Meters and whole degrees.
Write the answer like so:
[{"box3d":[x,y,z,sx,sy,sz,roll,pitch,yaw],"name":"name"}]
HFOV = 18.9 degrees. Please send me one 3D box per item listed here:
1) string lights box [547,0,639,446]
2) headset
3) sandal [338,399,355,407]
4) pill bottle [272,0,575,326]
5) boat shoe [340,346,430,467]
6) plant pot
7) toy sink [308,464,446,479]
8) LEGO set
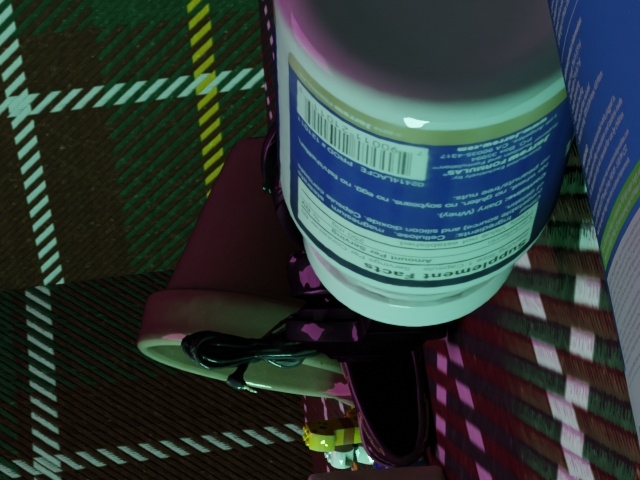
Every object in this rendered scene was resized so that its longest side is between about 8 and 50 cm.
[{"box3d":[0.118,-0.073,0.582,0.133,0.076,0.260,97,165,-71],"name":"string lights box"},{"box3d":[0.000,0.000,1.571,0.394,0.185,0.243,111,154,-57],"name":"headset"},{"box3d":[0.045,0.138,2.084,0.180,0.072,0.049,-97,22,-68],"name":"sandal"},{"box3d":[0.052,-0.065,0.971,0.265,0.153,0.153,92,170,-64],"name":"pill bottle"},{"box3d":[0.054,0.094,1.756,0.068,0.081,0.228,139,117,-82],"name":"boat shoe"},{"box3d":[-0.033,0.025,1.936,0.263,0.263,0.229,104,178,-78],"name":"plant pot"},{"box3d":[0.062,0.336,1.678,0.153,0.131,0.234,-106,15,-66],"name":"toy sink"},{"box3d":[0.035,0.216,1.868,0.227,0.093,0.087,-126,34,-61],"name":"LEGO set"}]
